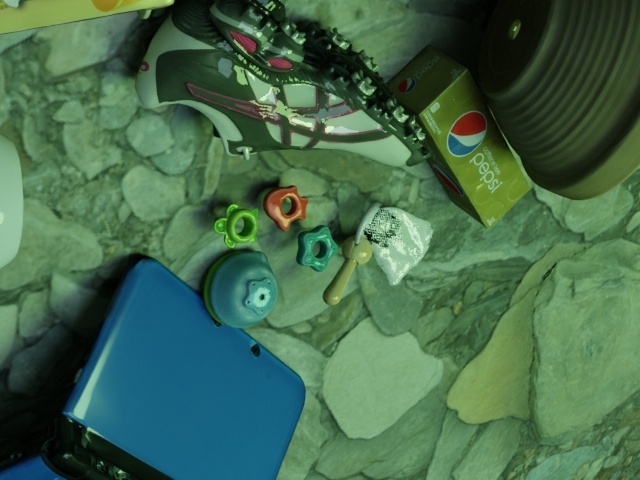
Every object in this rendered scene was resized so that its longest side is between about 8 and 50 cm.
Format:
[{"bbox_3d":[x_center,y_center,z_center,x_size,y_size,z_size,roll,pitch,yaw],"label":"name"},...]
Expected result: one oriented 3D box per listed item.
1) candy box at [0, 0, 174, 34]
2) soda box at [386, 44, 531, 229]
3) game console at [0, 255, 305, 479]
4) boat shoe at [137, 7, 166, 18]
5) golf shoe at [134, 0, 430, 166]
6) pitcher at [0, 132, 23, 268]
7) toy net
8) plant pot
[{"bbox_3d":[-0.190,-0.283,0.715,0.183,0.087,0.316,-16,128,-25],"label":"candy box"},{"bbox_3d":[0.129,-0.092,1.126,0.061,0.058,0.181,-44,137,-5],"label":"soda box"},{"bbox_3d":[-0.176,0.186,1.100,0.250,0.173,0.293,-24,140,19],"label":"game console"},{"bbox_3d":[-0.103,-0.219,0.860,0.042,0.049,0.133,3,113,-31],"label":"boat shoe"},{"bbox_3d":[-0.024,-0.116,0.976,0.273,0.105,0.120,28,116,-40],"label":"golf shoe"},{"bbox_3d":[-0.301,-0.051,0.781,0.207,0.125,0.177,0,104,-26],"label":"pitcher"},{"bbox_3d":[0.000,0.000,1.104,0.232,0.045,0.122,-16,107,-33],"label":"toy net"},{"bbox_3d":[0.211,-0.162,1.042,0.110,0.237,0.237,17,109,-20],"label":"plant pot"}]
